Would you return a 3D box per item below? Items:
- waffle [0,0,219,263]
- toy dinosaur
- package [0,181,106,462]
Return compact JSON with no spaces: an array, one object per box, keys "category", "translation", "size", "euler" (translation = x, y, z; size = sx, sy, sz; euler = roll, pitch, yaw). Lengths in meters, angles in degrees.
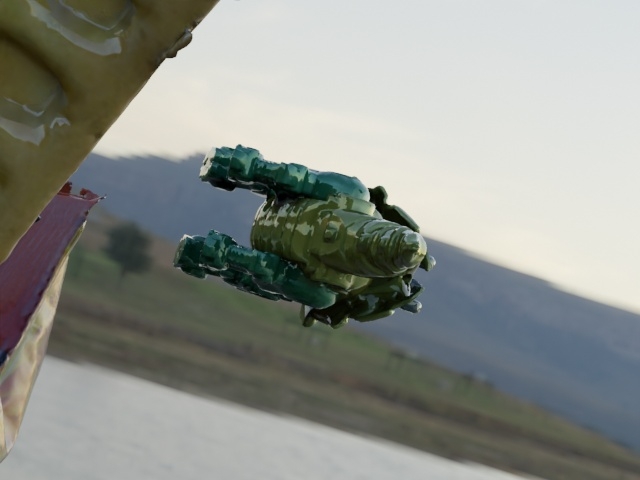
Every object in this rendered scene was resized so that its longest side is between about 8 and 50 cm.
[{"category":"waffle","translation":[-0.199,-0.156,0.708],"size":[0.328,0.224,0.098],"euler":[37,16,-20]},{"category":"toy dinosaur","translation":[0.000,0.000,0.993],"size":[0.153,0.094,0.259],"euler":[16,-5,-4]},{"category":"package","translation":[-0.234,0.089,0.996],"size":[0.108,0.223,0.288],"euler":[35,-47,-17]}]
